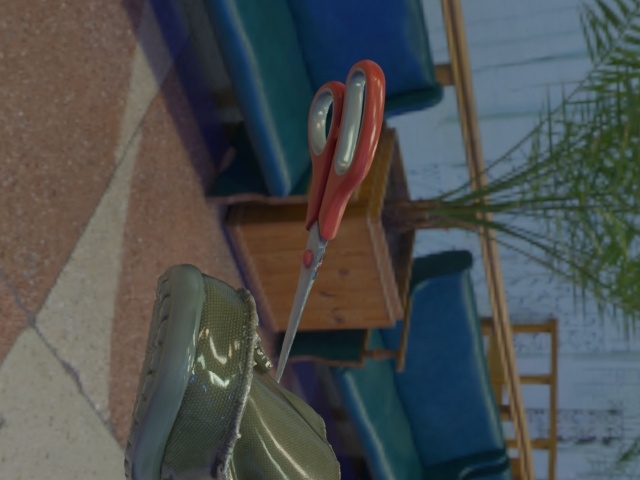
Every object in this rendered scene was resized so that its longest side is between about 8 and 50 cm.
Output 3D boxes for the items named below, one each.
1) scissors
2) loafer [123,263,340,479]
[{"bbox_3d":[0.000,0.000,0.742,0.021,0.109,0.297,12,88,-29],"label":"scissors"},{"bbox_3d":[-0.033,0.090,0.428,0.251,0.087,0.094,91,3,-61],"label":"loafer"}]
